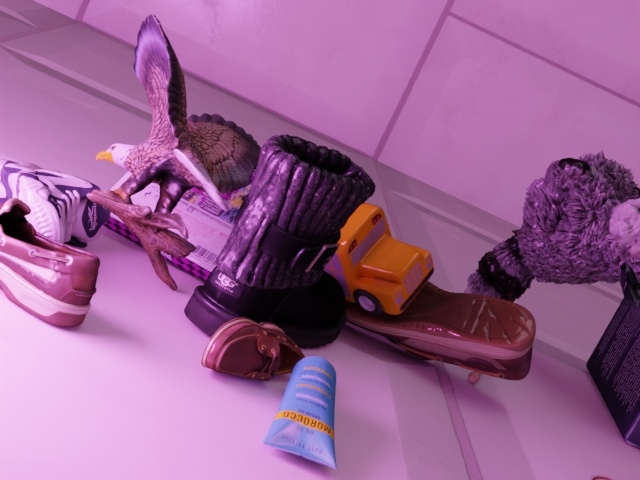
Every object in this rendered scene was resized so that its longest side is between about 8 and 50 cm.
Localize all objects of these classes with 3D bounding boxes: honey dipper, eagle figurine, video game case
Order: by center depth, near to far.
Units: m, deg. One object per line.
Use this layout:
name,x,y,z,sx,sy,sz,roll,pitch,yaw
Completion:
eagle figurine,-0.191,-0.129,1.578,0.225,0.298,0.226,23,-33,1
video game case,-0.169,-0.054,1.734,0.232,0.042,0.210,27,55,18
honey dipper,0.255,0.199,1.890,0.030,0.030,0.160,28,15,12

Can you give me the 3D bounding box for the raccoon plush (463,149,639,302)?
raccoon plush,0.465,0.068,2.087,0.216,0.446,0.299,9,38,-29

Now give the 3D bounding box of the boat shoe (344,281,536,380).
boat shoe,0.153,0.130,1.803,0.342,0.123,0.123,12,47,21

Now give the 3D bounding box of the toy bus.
toy bus,0.000,0.000,1.798,0.332,0.108,0.130,17,-40,36

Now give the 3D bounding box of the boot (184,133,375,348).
boot,-0.015,0.004,1.584,0.131,0.260,0.348,31,11,20

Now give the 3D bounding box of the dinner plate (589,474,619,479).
dinner plate,0.411,0.351,1.575,0.141,0.017,0.141,24,12,-5

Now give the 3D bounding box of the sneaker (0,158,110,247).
sneaker,-0.320,-0.032,1.512,0.153,0.094,0.235,8,9,-32

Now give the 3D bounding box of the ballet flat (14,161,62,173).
ballet flat,-0.390,-0.075,1.660,0.052,0.057,0.168,39,15,16

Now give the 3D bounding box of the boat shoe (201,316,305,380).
boat shoe,-0.073,0.129,1.402,0.060,0.064,0.178,29,9,25

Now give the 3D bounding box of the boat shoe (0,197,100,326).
boat shoe,-0.350,-0.006,1.329,0.257,0.095,0.095,28,12,11

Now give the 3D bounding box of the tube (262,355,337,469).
tube,-0.015,0.189,1.322,0.080,0.052,0.207,15,18,-1

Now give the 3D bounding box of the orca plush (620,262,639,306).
orca plush,0.600,0.085,1.889,0.287,0.102,0.151,23,12,-10

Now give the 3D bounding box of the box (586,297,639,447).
box,0.659,0.249,2.073,0.293,0.212,0.395,26,12,-3
